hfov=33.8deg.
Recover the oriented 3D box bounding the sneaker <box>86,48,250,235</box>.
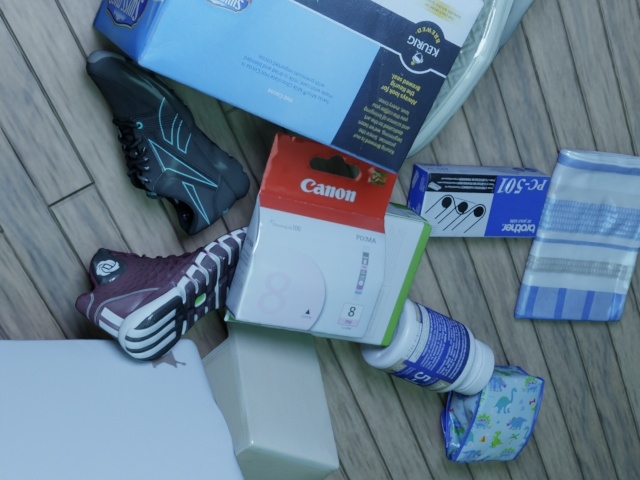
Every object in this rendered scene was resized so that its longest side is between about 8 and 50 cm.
[{"bbox_3d":[-0.193,-0.115,1.265,0.106,0.101,0.267,-50,122,-12],"label":"sneaker"}]

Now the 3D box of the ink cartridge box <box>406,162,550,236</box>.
[{"bbox_3d":[0.226,-0.057,1.521,0.207,0.046,0.097,1,112,-25],"label":"ink cartridge box"}]

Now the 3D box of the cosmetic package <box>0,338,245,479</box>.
[{"bbox_3d":[-0.301,0.364,1.241,0.328,0.329,0.393,2,124,-25],"label":"cosmetic package"}]

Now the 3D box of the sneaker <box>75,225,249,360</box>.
[{"bbox_3d":[-0.195,0.031,1.336,0.281,0.163,0.106,-36,142,-49],"label":"sneaker"}]

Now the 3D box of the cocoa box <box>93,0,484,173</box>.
[{"bbox_3d":[-0.042,-0.259,1.206,0.347,0.231,0.227,20,102,-30],"label":"cocoa box"}]

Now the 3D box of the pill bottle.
[{"bbox_3d":[0.161,0.160,1.541,0.187,0.112,0.112,25,99,-30],"label":"pill bottle"}]

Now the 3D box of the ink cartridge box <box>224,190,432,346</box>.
[{"bbox_3d":[-0.002,0.026,1.420,0.255,0.097,0.188,12,105,-28],"label":"ink cartridge box"}]

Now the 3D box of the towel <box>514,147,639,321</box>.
[{"bbox_3d":[0.423,-0.003,1.642,0.209,0.034,0.284,5,109,-25],"label":"towel"}]

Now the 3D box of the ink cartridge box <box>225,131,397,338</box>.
[{"bbox_3d":[0.000,0.000,1.324,0.189,0.066,0.232,11,107,-27],"label":"ink cartridge box"}]

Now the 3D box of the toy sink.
[{"bbox_3d":[-0.091,0.218,1.418,0.153,0.234,0.131,24,129,-38],"label":"toy sink"}]

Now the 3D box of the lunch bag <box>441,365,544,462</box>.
[{"bbox_3d":[0.265,0.273,1.646,0.129,0.096,0.151,5,99,-27],"label":"lunch bag"}]

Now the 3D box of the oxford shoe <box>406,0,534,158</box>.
[{"bbox_3d":[0.200,-0.298,1.356,0.130,0.169,0.449,18,102,-51],"label":"oxford shoe"}]
